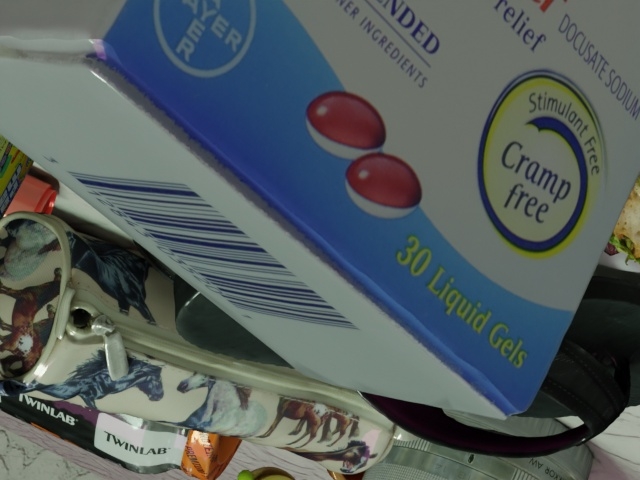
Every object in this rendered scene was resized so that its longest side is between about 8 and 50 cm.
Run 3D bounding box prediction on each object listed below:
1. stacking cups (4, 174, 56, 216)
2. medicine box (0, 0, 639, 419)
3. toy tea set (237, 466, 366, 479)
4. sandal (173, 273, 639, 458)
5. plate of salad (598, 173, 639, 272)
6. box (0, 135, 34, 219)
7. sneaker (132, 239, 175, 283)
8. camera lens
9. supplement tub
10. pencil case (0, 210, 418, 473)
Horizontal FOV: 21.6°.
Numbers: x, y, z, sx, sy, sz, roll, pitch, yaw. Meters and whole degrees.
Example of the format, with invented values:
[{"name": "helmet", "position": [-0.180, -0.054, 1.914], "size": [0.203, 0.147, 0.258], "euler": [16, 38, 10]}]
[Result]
[{"name": "stacking cups", "position": [-0.422, -0.082, 1.678], "size": [0.316, 0.096, 0.096], "euler": [26, 161, 3]}, {"name": "medicine box", "position": [0.020, -0.119, 0.700], "size": [0.149, 0.289, 0.263], "euler": [7, 154, 49]}, {"name": "toy tea set", "position": [0.022, 0.300, 1.956], "size": [0.336, 0.200, 0.124], "euler": [37, 168, -13]}, {"name": "sandal", "position": [0.099, 0.094, 1.207], "size": [0.445, 0.107, 0.167], "euler": [11, 143, -29]}, {"name": "plate of salad", "position": [0.165, -0.022, 1.140], "size": [0.200, 0.048, 0.200], "euler": [23, 162, 8]}, {"name": "box", "position": [-0.397, -0.135, 1.382], "size": [0.290, 0.177, 0.279], "euler": [24, 161, 4]}, {"name": "sneaker", "position": [0.000, 0.000, 1.344], "size": [0.330, 0.122, 0.146], "euler": [21, 147, 11]}, {"name": "camera lens", "position": [0.132, 0.304, 1.689], "size": [0.219, 0.274, 0.219], "euler": [23, 161, 9]}, {"name": "supplement tub", "position": [-0.234, 0.115, 1.779], "size": [0.338, 0.207, 0.207], "euler": [23, 161, 11]}, {"name": "pencil case", "position": [-0.103, 0.099, 1.490], "size": [0.410, 0.160, 0.183], "euler": [18, -170, -35]}]
